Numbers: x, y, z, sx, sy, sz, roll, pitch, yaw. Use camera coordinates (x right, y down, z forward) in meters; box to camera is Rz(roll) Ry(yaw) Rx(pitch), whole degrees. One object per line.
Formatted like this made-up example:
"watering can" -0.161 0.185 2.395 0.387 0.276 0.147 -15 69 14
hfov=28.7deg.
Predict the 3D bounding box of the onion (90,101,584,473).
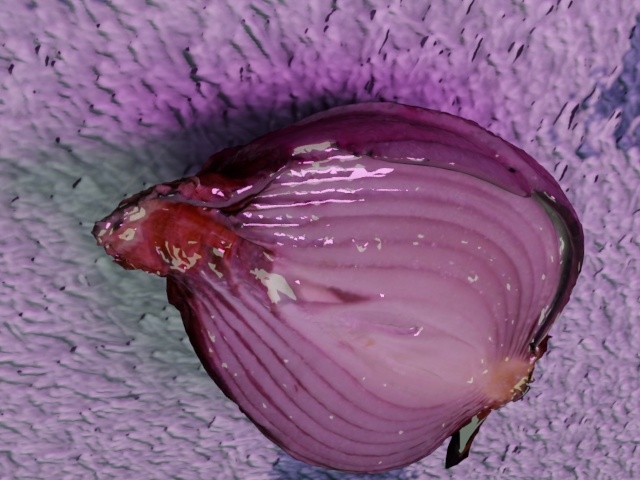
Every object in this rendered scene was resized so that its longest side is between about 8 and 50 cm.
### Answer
"onion" 0.000 0.000 0.852 0.348 0.159 0.267 29 109 -32
